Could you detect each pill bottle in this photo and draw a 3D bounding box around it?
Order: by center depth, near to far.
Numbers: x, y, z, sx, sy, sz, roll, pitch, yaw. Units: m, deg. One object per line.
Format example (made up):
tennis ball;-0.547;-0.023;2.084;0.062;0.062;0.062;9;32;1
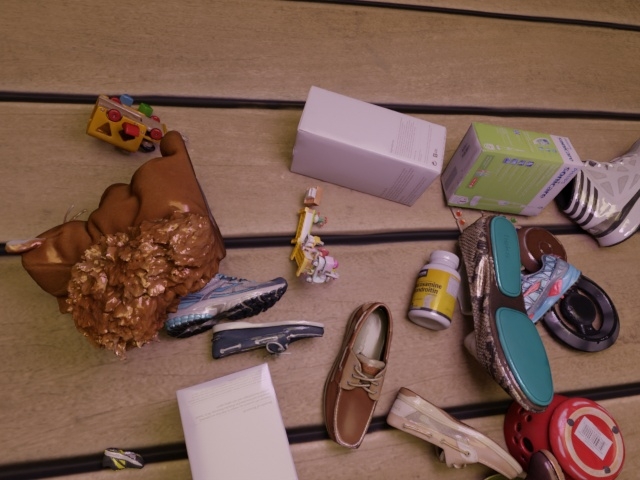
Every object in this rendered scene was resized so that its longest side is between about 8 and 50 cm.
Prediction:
pill bottle;0.291;0.122;1.016;0.103;0.103;0.184;22;66;-2

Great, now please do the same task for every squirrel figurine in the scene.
squirrel figurine;-0.390;0.020;0.790;0.370;0.281;0.397;-20;39;-10

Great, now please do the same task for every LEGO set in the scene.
LEGO set;0.000;0.000;1.009;0.107;0.132;0.287;18;42;-22

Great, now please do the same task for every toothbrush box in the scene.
toothbrush box;0.510;-0.188;1.113;0.283;0.206;0.122;7;52;-7

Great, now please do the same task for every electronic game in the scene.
electronic game;0.697;0.188;1.099;0.229;0.048;0.229;3;61;-6

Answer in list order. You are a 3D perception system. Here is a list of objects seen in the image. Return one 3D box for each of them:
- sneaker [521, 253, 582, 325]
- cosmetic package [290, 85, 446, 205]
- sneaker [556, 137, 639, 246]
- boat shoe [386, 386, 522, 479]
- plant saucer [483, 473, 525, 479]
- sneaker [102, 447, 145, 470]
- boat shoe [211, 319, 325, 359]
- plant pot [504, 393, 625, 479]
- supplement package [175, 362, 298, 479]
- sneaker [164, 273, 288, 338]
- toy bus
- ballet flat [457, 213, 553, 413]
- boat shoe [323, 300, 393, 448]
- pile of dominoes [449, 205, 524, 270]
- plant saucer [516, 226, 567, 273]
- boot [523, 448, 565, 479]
sneaker;0.534;0.143;1.050;0.262;0.104;0.125;-44;65;-2
cosmetic package;0.117;-0.239;1.074;0.365;0.197;0.155;17;67;-6
sneaker;0.876;-0.220;1.227;0.257;0.169;0.447;39;69;3
boat shoe;0.290;0.445;0.895;0.302;0.109;0.098;31;76;4
plant saucer;0.406;0.637;0.875;0.240;0.037;0.241;4;69;-10
sneaker;-0.391;0.439;0.803;0.083;0.031;0.035;19;80;1
boat shoe;-0.114;0.221;0.903;0.254;0.095;0.079;-1;68;-10
plant pot;0.543;0.443;0.905;0.191;0.174;0.191;3;70;-8
supplement package;-0.151;0.410;0.778;0.175;0.177;0.293;-14;72;-16
sneaker;-0.215;0.116;0.920;0.282;0.110;0.122;-14;64;-19
toy bus;-0.476;-0.273;1.018;0.202;0.191;0.104;39;110;6
ballet flat;0.417;0.167;0.981;0.164;0.182;0.483;17;56;-23
boat shoe;0.089;0.284;0.904;0.122;0.120;0.324;16;67;-4
pile of dominoes;0.499;-0.026;1.149;0.195;0.040;0.251;-14;73;-16
plant saucer;0.619;0.027;1.127;0.168;0.029;0.169;9;58;-15
boot;0.378;0.550;0.810;0.206;0.090;0.249;1;89;-6
